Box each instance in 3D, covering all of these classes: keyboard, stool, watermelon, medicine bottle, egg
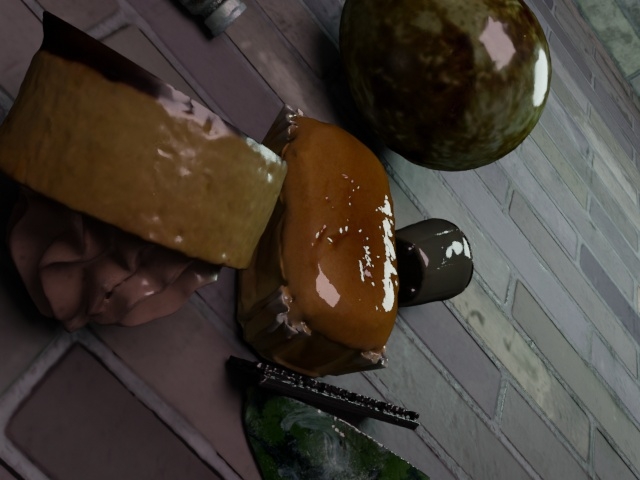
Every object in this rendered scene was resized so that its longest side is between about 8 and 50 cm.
[{"bbox_3d":[0.007,0.133,0.655,0.195,0.060,0.018,26,82,-39],"label":"keyboard"},{"bbox_3d":[0.108,0.026,0.824,0.110,0.096,0.096,-11,74,-49],"label":"stool"},{"bbox_3d":[-0.005,0.182,0.618,0.155,0.080,0.101,47,72,-21],"label":"watermelon"},{"bbox_3d":[-0.158,-0.295,0.764,0.191,0.051,0.051,46,38,-20],"label":"medicine bottle"},{"bbox_3d":[0.143,-0.221,0.923,0.289,0.238,0.238,44,34,8],"label":"egg"}]

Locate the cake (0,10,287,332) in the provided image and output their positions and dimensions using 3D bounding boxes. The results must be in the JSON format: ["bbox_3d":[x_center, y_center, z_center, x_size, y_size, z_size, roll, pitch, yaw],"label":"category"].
[{"bbox_3d":[-0.141,-0.027,0.516,0.207,0.178,0.185,36,4,24],"label":"cake"}]

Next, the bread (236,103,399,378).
[{"bbox_3d":[0.000,0.000,0.700,0.136,0.107,0.241,27,46,-33],"label":"bread"}]
